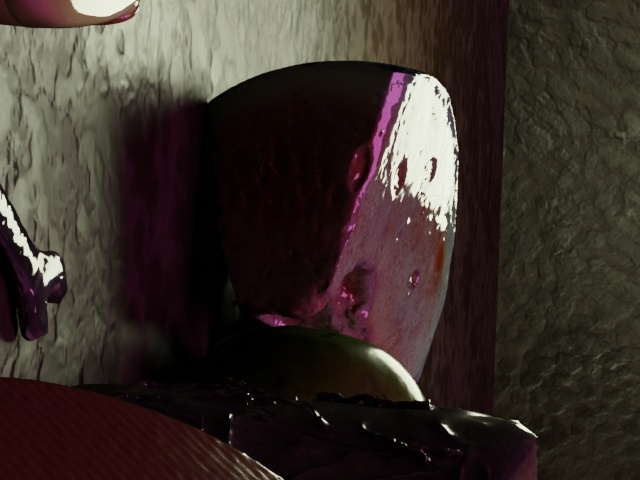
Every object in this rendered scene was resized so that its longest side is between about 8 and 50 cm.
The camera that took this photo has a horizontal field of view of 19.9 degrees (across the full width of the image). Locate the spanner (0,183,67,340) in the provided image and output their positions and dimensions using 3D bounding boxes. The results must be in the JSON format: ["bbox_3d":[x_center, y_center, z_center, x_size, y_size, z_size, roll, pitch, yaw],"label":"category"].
[{"bbox_3d":[-0.165,-0.029,0.886,0.254,0.015,0.054,73,22,-55],"label":"spanner"}]

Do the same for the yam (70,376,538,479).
[{"bbox_3d":[-0.017,0.174,1.027,0.201,0.271,0.202,-76,169,-48],"label":"yam"}]

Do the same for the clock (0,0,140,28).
[{"bbox_3d":[-0.127,-0.189,0.913,0.232,0.069,0.170,-20,111,-78],"label":"clock"}]

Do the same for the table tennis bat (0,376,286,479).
[{"bbox_3d":[-0.111,0.142,0.718,0.414,0.268,0.051,1,124,-56],"label":"table tennis bat"}]

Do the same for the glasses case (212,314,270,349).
[{"bbox_3d":[-0.037,0.083,1.410,0.190,0.042,0.072,-43,124,-73],"label":"glasses case"}]

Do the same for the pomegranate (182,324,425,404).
[{"bbox_3d":[-0.017,0.168,1.216,0.187,0.187,0.225,62,31,-66],"label":"pomegranate"}]

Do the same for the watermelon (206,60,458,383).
[{"bbox_3d":[0.000,0.000,1.351,0.318,0.148,0.226,83,26,-43],"label":"watermelon"}]
